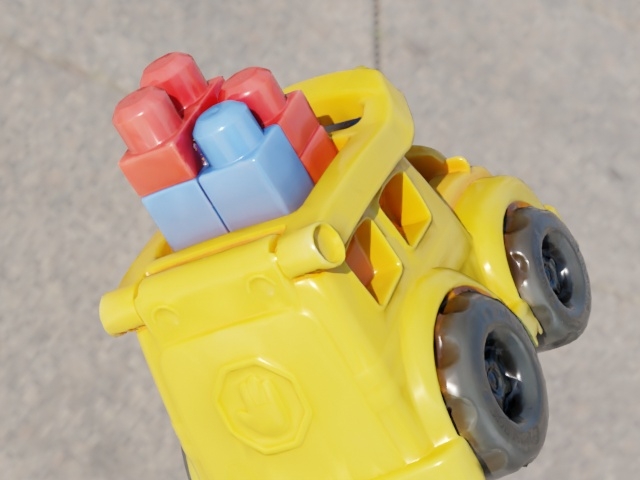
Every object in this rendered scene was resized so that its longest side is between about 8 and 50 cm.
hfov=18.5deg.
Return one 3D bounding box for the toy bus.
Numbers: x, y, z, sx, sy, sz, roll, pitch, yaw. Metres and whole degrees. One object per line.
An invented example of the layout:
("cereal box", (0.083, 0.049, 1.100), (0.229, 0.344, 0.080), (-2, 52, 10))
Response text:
("toy bus", (0.000, 0.000, 0.852), (0.211, 0.149, 0.220), (60, 32, -17))
